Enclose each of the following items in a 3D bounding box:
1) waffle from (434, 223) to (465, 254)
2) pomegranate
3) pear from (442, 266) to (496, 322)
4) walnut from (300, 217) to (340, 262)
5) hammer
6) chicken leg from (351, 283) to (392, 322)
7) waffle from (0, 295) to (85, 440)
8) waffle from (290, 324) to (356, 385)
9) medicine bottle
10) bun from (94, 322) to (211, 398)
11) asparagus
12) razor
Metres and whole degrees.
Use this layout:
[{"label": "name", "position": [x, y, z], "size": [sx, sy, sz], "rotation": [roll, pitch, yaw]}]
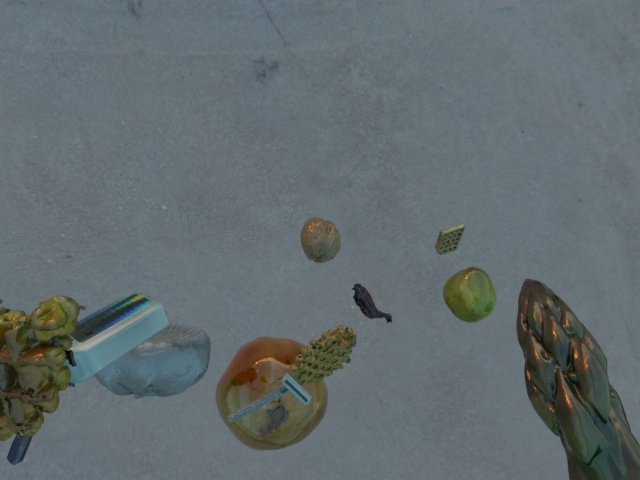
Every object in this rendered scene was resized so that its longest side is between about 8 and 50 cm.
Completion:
[{"label": "waffle", "position": [0.426, 0.000, 1.346], "size": [0.092, 0.135, 0.021], "rotation": [-18, 54, -10]}, {"label": "pomegranate", "position": [-0.175, 0.559, 1.504], "size": [0.416, 0.416, 0.417], "rotation": [1, 88, -19]}, {"label": "pear", "position": [0.270, 0.094, 0.722], "size": [0.092, 0.092, 0.097], "rotation": [9, 111, -18]}, {"label": "walnut", "position": [0.000, 0.000, 1.421], "size": [0.166, 0.149, 0.167], "rotation": [32, 38, -30]}, {"label": "hammer", "position": [-0.874, 0.532, 1.255], "size": [0.137, 0.037, 0.290], "rotation": [45, 49, -48]}, {"label": "chicken leg", "position": [0.217, 0.280, 1.700], "size": [0.253, 0.051, 0.106], "rotation": [46, 38, -21]}, {"label": "waffle", "position": [-0.403, 0.099, 0.468], "size": [0.293, 0.069, 0.260], "rotation": [37, 115, 7]}, {"label": "waffle", "position": [0.011, 0.348, 1.206], "size": [0.231, 0.229, 0.051], "rotation": [-23, 52, -26]}, {"label": "medicine bottle", "position": [-0.397, 0.177, 0.710], "size": [0.229, 0.121, 0.083], "rotation": [-35, 123, -49]}, {"label": "bun", "position": [-0.495, 0.350, 1.183], "size": [0.354, 0.354, 0.194], "rotation": [5, 86, -18]}, {"label": "asparagus", "position": [0.229, 0.153, 0.354], "size": [0.080, 0.080, 0.287], "rotation": [14, 51, -18]}, {"label": "razor", "position": [-0.126, 0.357, 0.897], "size": [0.211, 0.036, 0.084], "rotation": [-31, 110, 23]}]
